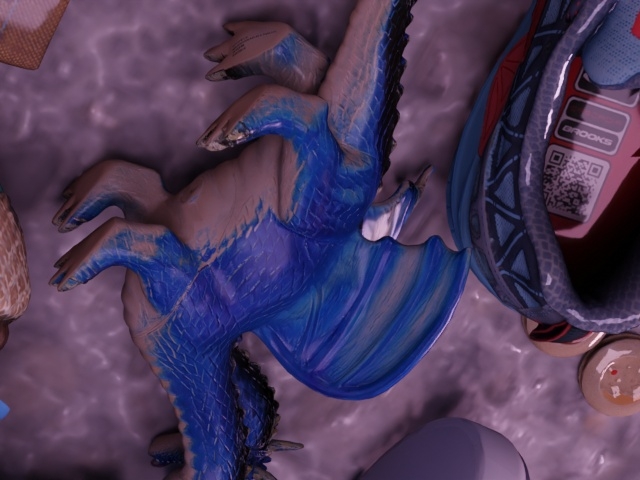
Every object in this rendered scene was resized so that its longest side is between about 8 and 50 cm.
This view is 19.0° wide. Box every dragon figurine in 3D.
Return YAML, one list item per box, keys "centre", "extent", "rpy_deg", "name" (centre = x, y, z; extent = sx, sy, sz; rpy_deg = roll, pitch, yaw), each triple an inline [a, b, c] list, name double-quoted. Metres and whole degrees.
- centre: [0.000, 0.000, 0.704]
  extent: [0.144, 0.085, 0.289]
  rpy_deg: [39, 107, -25]
  name: "dragon figurine"

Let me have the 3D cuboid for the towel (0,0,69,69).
- centre: [-0.129, -0.263, 0.595]
  extent: [0.271, 0.040, 0.370]
  rpy_deg: [24, 109, -18]
  name: "towel"

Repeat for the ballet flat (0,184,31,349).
- centre: [-0.343, 0.038, 0.636]
  extent: [0.483, 0.164, 0.182]
  rpy_deg: [-20, 84, -6]
  name: "ballet flat"

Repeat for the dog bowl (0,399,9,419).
- centre: [-0.121, 0.158, 0.673]
  extent: [0.074, 0.166, 0.297]
  rpy_deg: [-9, 157, 8]
  name: "dog bowl"

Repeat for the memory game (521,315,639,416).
- centre: [0.166, -0.003, 0.774]
  extent: [0.186, 0.012, 0.186]
  rpy_deg: [-4, 114, -9]
  name: "memory game"

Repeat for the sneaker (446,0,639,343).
- centre: [0.123, -0.084, 0.661]
  extent: [0.104, 0.125, 0.261]
  rpy_deg: [10, 107, -10]
  name: "sneaker"

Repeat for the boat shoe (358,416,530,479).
- centre: [0.027, 0.191, 0.792]
  extent: [0.088, 0.096, 0.267]
  rpy_deg: [20, 110, -22]
  name: "boat shoe"
